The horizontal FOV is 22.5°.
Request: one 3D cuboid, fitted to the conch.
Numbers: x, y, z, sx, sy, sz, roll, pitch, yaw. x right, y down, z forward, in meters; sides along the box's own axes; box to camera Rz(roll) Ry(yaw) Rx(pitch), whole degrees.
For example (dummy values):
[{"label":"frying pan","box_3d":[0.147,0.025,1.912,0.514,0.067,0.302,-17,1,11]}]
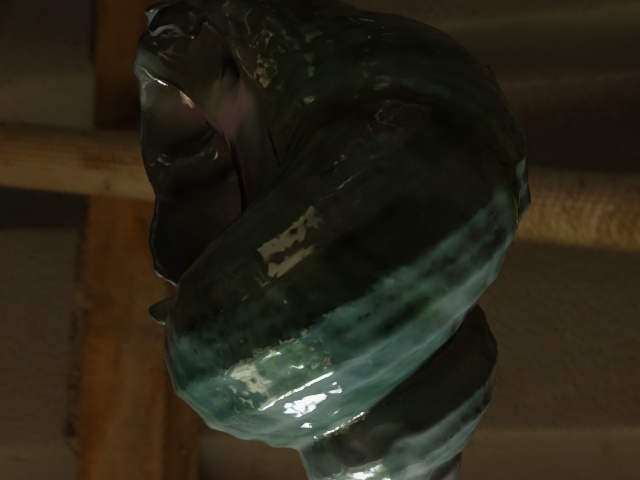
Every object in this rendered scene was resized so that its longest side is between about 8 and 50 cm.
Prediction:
[{"label":"conch","box_3d":[0.000,0.000,0.726,0.220,0.195,0.277,-27,-94,42]}]
